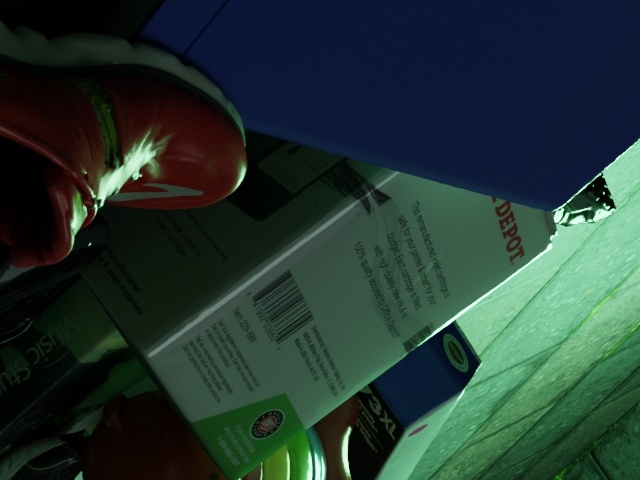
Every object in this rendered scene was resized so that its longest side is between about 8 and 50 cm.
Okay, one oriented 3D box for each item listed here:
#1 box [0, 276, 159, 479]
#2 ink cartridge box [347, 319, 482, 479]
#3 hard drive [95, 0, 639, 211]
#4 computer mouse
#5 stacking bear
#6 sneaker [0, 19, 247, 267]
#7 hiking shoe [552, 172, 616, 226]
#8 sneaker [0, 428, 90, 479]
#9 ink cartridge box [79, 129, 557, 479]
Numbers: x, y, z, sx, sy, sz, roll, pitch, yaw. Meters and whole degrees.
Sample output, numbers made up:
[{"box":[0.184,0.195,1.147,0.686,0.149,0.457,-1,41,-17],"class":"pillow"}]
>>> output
[{"box":[-0.182,0.114,1.456,0.322,0.058,0.232,-42,161,23],"class":"box"},{"box":[0.034,0.118,1.667,0.069,0.175,0.371,-26,162,-23],"class":"ink cartridge box"},{"box":[0.062,-0.115,1.027,0.319,0.040,0.210,13,141,-30],"class":"hard drive"},{"box":[-0.223,0.024,1.122,0.188,0.072,0.272,-24,173,-36],"class":"computer mouse"},{"box":[-0.085,0.177,1.442,0.164,0.175,0.289,-10,168,18],"class":"stacking bear"},{"box":[-0.138,-0.037,0.932,0.107,0.118,0.279,-39,150,30],"class":"sneaker"},{"box":[0.189,-0.046,1.702,0.114,0.086,0.227,-26,162,24],"class":"hiking shoe"},{"box":[-0.223,0.215,1.431,0.178,0.077,0.072,-46,160,32],"class":"sneaker"},{"box":[0.000,0.000,1.248,0.289,0.121,0.211,-36,147,-8],"class":"ink cartridge box"}]
